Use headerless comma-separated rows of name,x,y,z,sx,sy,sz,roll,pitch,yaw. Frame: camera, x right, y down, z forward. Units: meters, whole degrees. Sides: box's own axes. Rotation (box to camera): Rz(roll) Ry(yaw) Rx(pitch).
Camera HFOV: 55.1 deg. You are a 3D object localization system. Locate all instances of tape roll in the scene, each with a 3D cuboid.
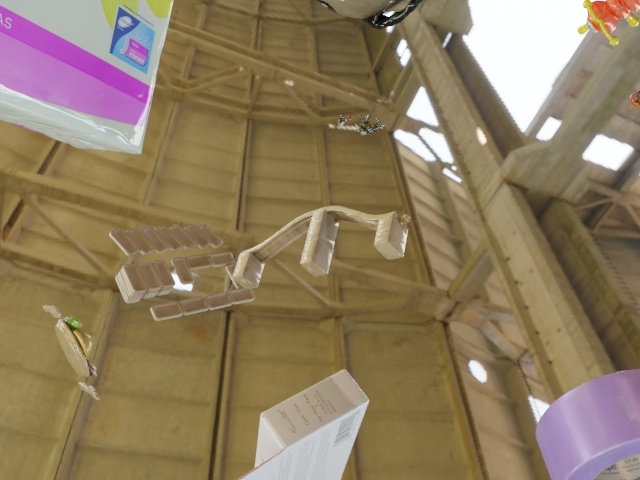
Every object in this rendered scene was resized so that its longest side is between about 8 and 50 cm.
tape roll,0.348,0.233,0.689,0.188,0.189,0.080,15,-142,-18

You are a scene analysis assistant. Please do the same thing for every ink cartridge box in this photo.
ink cartridge box,-0.072,0.337,0.870,0.261,0.296,0.066,-23,-126,-28

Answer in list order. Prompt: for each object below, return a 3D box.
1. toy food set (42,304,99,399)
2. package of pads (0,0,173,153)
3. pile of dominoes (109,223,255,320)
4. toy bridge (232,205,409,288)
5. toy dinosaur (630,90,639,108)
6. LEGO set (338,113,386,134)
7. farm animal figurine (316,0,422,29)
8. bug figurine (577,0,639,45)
toy food set,-0.462,0.202,1.170,0.038,0.192,0.132,-27,-166,-33
package of pads,-0.221,-0.207,0.401,0.101,0.229,0.296,9,177,27
pile of dominoes,-0.267,0.059,1.170,0.251,0.040,0.196,-7,-121,-49
toy bridge,0.000,0.000,0.560,0.026,0.188,0.063,43,-132,-37
toy dinosaur,0.345,-0.133,0.589,0.090,0.082,0.047,38,-123,-51
LEGO set,0.071,-0.199,1.069,0.083,0.024,0.054,20,-134,15
farm animal figurine,-0.013,-0.255,0.410,0.330,0.172,0.327,2,-134,-37
bug figurine,0.311,-0.365,0.663,0.279,0.216,0.072,42,-141,-10
